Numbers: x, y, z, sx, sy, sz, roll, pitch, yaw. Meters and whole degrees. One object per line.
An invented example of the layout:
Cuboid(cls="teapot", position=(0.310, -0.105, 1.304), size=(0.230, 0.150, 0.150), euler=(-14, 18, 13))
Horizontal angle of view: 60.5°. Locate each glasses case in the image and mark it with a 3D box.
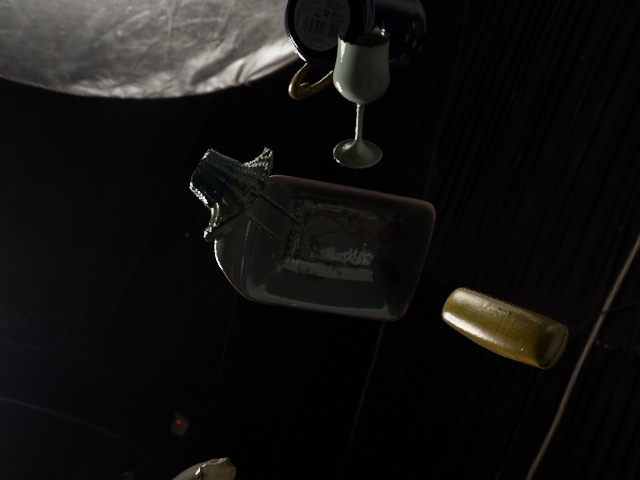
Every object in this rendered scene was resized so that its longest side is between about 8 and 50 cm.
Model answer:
Cuboid(cls="glasses case", position=(0.274, 0.131, 0.852), size=(0.064, 0.079, 0.234), euler=(35, 174, -25))

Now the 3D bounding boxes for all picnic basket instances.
Cuboid(cls="picnic basket", position=(-0.055, -0.030, 0.406), size=(0.083, 0.083, 0.065), euler=(32, 158, -8))

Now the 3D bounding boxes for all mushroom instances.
Cuboid(cls="mushroom", position=(-0.297, 0.503, 1.008), size=(0.097, 0.351, 0.109), euler=(56, -170, 25))

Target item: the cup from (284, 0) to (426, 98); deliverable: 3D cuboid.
Cuboid(cls="cup", position=(0.051, -0.347, 0.985), size=(0.179, 0.254, 0.256), euler=(29, -154, 19))

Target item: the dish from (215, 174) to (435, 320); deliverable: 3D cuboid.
Cuboid(cls="dish", position=(0.000, 0.000, 0.629), size=(0.235, 0.153, 0.064), euler=(9, -158, -11))

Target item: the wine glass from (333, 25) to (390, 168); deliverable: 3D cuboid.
Cuboid(cls="wine glass", position=(0.057, -0.201, 0.783), size=(0.079, 0.079, 0.195), euler=(22, 139, 20))
